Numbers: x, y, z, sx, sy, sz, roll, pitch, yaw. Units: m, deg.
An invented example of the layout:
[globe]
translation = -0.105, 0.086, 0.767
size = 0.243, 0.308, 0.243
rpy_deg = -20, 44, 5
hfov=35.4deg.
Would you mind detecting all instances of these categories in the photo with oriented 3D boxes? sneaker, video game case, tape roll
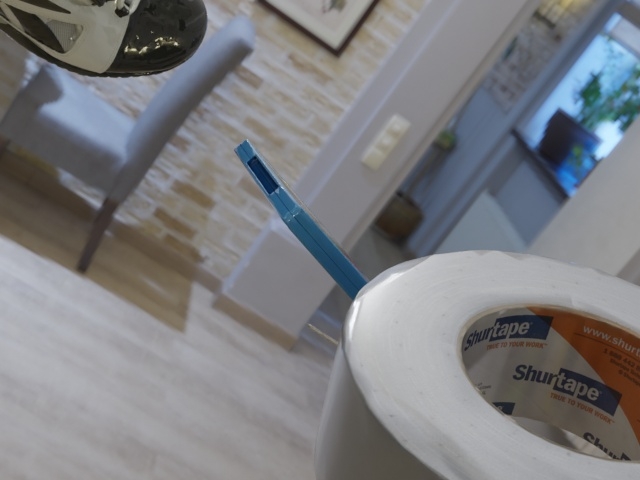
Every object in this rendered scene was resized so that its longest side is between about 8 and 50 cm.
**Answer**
[sneaker]
translation = -0.193, -0.216, 0.735
size = 0.146, 0.122, 0.331
rpy_deg = -8, -19, 43
[video game case]
translation = 0.000, 0.000, 0.637
size = 0.119, 0.015, 0.166
rpy_deg = 49, 2, -23
[tape roll]
translation = 0.110, 0.089, 0.462
size = 0.219, 0.072, 0.219
rpy_deg = 9, 29, -5

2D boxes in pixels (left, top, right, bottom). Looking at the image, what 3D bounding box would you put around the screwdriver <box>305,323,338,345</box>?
[screwdriver]
translation = 0.054, 0.138, 1.087
size = 0.170, 0.024, 0.025
rpy_deg = 29, 50, 5
